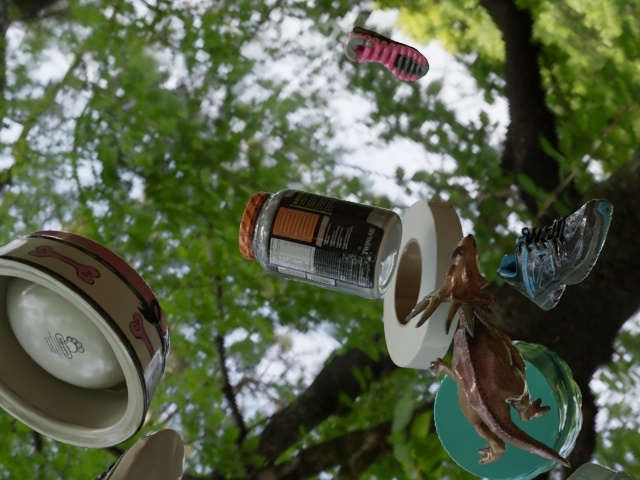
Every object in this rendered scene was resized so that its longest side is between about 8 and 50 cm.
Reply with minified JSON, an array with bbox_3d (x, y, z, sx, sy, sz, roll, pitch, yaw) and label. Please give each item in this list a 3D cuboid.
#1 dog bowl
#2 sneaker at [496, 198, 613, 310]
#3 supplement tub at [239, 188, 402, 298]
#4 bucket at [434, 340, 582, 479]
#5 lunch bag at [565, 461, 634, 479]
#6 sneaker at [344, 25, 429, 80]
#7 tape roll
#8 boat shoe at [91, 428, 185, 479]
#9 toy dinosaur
[{"bbox_3d":[-0.440,0.159,1.670,0.408,0.408,0.150,36,-139,1],"label":"dog bowl"},{"bbox_3d":[0.453,0.021,1.892,0.139,0.341,0.125,28,-124,4],"label":"sneaker"},{"bbox_3d":[0.000,0.000,2.055,0.315,0.194,0.193,14,-159,18],"label":"supplement tub"},{"bbox_3d":[0.360,0.330,1.864,0.281,0.281,0.183,46,-166,21],"label":"bucket"},{"bbox_3d":[0.418,0.508,1.558,0.279,0.107,0.224,-38,-64,-27],"label":"lunch bag"},{"bbox_3d":[0.088,-0.250,1.270,0.119,0.047,0.057,20,-147,-13],"label":"sneaker"},{"bbox_3d":[0.233,0.100,2.233,0.072,0.392,0.392,7,-147,-11],"label":"tape roll"},{"bbox_3d":[-0.362,0.424,1.600,0.340,0.158,0.127,-45,-58,-62],"label":"boat shoe"},{"bbox_3d":[0.202,0.158,1.222,0.200,0.127,0.296,62,-175,-50],"label":"toy dinosaur"}]
